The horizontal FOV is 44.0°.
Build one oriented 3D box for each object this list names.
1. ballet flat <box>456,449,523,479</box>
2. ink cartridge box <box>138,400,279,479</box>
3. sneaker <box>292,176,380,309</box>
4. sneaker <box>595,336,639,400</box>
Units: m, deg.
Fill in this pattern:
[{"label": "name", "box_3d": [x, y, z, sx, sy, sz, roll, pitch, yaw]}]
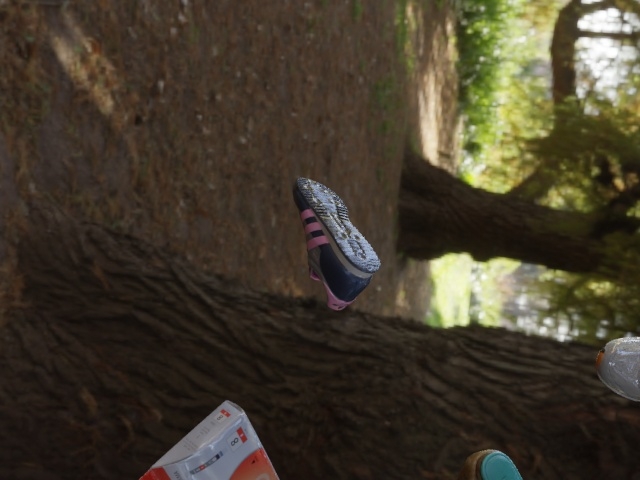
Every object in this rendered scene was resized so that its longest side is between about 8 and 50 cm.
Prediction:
[{"label": "ballet flat", "box_3d": [0.305, 0.486, 1.193, 0.116, 0.342, 0.124, -18, 159, -33]}, {"label": "ink cartridge box", "box_3d": [-0.139, 0.296, 0.923, 0.179, 0.045, 0.145, -42, 131, -28]}, {"label": "sneaker", "box_3d": [0.000, 0.000, 1.538, 0.131, 0.112, 0.319, -60, -146, 26]}, {"label": "sneaker", "box_3d": [0.534, 0.210, 1.138, 0.121, 0.262, 0.099, 66, 43, -86]}]
